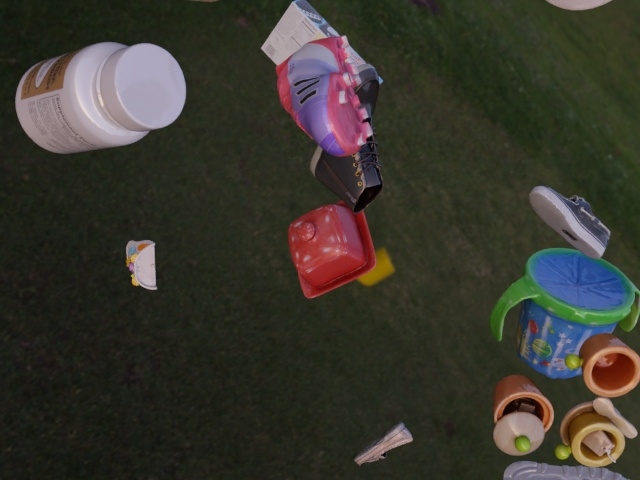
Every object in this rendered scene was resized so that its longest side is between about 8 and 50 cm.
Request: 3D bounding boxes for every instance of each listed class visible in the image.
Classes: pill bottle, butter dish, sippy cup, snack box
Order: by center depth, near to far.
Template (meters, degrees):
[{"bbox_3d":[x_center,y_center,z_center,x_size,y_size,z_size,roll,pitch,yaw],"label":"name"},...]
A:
[{"bbox_3d":[-0.282,-0.184,1.033,0.131,0.229,0.131,0,90,-46],"label":"pill bottle"},{"bbox_3d":[0.000,0.000,1.442,0.118,0.160,0.160,30,40,-55],"label":"butter dish"},{"bbox_3d":[0.532,0.171,1.749,0.305,0.224,0.240,18,34,13],"label":"sippy cup"},{"bbox_3d":[0.001,-0.489,2.221,0.322,0.187,0.060,47,43,1],"label":"snack box"}]

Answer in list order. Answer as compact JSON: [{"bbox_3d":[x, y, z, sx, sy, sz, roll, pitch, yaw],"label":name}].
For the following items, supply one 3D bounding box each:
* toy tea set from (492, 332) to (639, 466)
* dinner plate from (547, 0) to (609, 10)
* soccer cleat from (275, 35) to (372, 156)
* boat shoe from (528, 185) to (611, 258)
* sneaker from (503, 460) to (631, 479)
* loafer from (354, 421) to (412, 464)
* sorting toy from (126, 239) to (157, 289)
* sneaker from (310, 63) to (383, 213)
[{"bbox_3d":[0.383,0.208,0.994,0.200,0.336,0.124,59,12,-18],"label":"toy tea set"},{"bbox_3d":[0.306,-0.339,0.928,0.017,0.141,0.141,-1,62,-57],"label":"dinner plate"},{"bbox_3d":[-0.005,-0.146,0.835,0.248,0.095,0.083,-90,158,-58],"label":"soccer cleat"},{"bbox_3d":[0.501,-0.051,1.605,0.219,0.078,0.070,39,77,-26],"label":"boat shoe"},{"bbox_3d":[0.417,0.426,1.307,0.090,0.235,0.095,-55,144,-44],"label":"sneaker"},{"bbox_3d":[0.115,0.383,1.475,0.039,0.125,0.045,49,24,5],"label":"loafer"},{"bbox_3d":[-0.312,0.036,1.362,0.045,0.083,0.075,-11,24,-31],"label":"sorting toy"},{"bbox_3d":[0.065,-0.153,1.226,0.083,0.222,0.118,-20,55,-35],"label":"sneaker"}]
